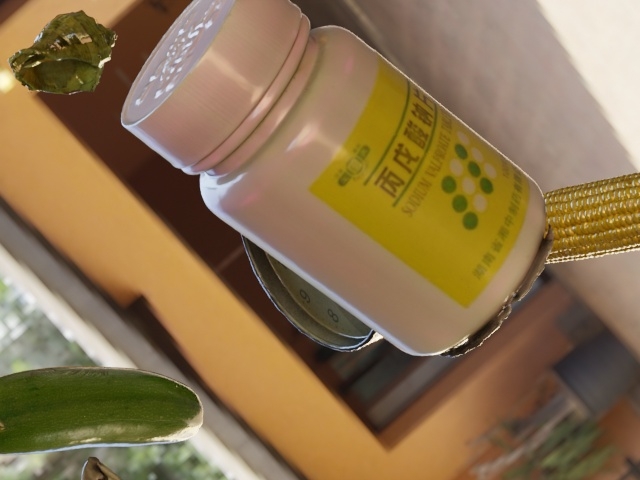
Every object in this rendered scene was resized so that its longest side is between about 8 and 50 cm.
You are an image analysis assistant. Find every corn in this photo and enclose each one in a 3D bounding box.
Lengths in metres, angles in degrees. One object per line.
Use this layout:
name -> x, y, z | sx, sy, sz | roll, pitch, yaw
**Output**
corn -> 0.290, -0.023, 1.687 | 0.248, 0.081, 0.081 | -12, 128, 45

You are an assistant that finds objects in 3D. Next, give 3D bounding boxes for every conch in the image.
conch -> -0.267, -0.193, 1.701 | 0.074, 0.121, 0.089 | 24, 135, 59

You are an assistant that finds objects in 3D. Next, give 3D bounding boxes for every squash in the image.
squash -> -0.226, 0.162, 1.565 | 0.292, 0.082, 0.082 | 3, -143, -45

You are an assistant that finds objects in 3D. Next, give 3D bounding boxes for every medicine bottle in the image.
medicine bottle -> 0.016, -0.070, 1.517 | 0.378, 0.213, 0.213 | 36, -174, -20

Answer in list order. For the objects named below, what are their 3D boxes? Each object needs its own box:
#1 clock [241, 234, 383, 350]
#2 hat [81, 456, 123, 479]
clock -> 0.000, 0.000, 1.901 | 0.280, 0.055, 0.281 | 35, 140, 36
hat -> -0.163, 0.348, 1.401 | 0.301, 0.258, 0.168 | 3, 142, 44
